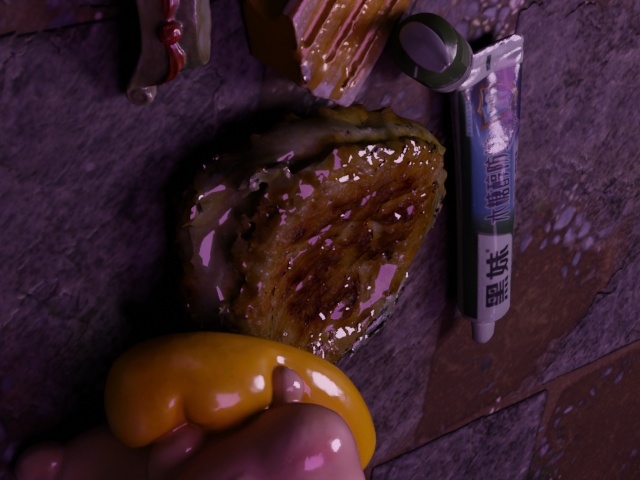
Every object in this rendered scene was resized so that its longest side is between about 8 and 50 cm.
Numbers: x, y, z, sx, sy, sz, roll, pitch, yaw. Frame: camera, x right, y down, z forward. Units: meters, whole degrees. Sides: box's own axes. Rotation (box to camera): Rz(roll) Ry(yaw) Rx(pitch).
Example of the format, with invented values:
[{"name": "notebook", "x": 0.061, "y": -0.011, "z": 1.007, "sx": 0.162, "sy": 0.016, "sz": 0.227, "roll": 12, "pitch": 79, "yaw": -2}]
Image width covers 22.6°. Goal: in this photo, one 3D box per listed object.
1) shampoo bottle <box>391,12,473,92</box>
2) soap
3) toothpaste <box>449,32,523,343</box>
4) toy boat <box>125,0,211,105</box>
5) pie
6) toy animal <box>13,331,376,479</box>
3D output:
[{"name": "shampoo bottle", "x": 0.103, "y": -0.171, "z": 1.463, "sx": 0.065, "sy": 0.065, "sz": 0.204, "roll": -59, "pitch": 171, "yaw": 7}, {"name": "soap", "x": 0.026, "y": -0.241, "z": 1.386, "sx": 0.140, "sy": 0.073, "sz": 0.232, "roll": 18, "pitch": 105, "yaw": -52}, {"name": "toothpaste", "x": 0.178, "y": -0.040, "z": 1.724, "sx": 0.099, "sy": 0.061, "sz": 0.392, "roll": -28, "pitch": 135, "yaw": -27}, {"name": "toy boat", "x": -0.126, "y": -0.184, "z": 1.270, "sx": 0.089, "sy": 0.071, "sz": 0.185, "roll": -78, "pitch": 170, "yaw": -49}, {"name": "pie", "x": 0.000, "y": 0.000, "z": 1.529, "sx": 0.355, "sy": 0.103, "sz": 0.288, "roll": -8, "pitch": 131, "yaw": -45}, {"name": "toy animal", "x": -0.105, "y": 0.238, "z": 1.424, "sx": 0.345, "sy": 0.246, "sz": 0.277, "roll": -23, "pitch": 139, "yaw": 5}]
